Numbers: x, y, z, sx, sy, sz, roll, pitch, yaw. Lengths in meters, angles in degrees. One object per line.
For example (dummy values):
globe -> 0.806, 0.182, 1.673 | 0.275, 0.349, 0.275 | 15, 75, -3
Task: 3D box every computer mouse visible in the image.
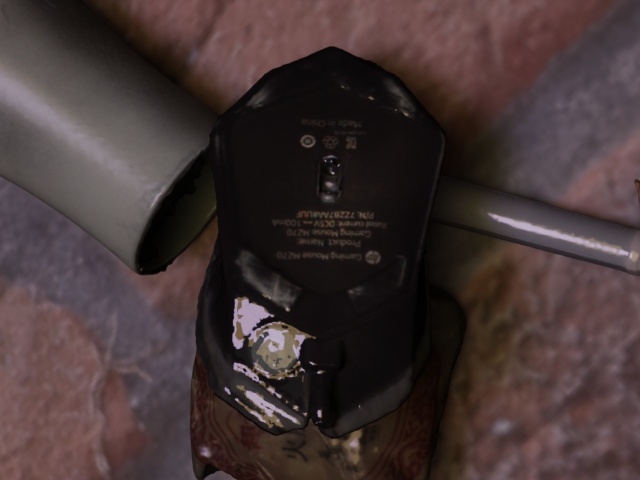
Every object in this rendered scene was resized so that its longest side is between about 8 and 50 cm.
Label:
computer mouse -> 0.000, 0.000, 0.658 | 0.105, 0.062, 0.192 | 4, 64, 0

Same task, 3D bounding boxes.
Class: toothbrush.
toothbrush -> 0.123, 0.004, 0.675 | 0.342, 0.025, 0.030 | 19, 81, 21

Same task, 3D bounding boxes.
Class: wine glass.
wine glass -> -0.150, -0.083, 0.744 | 0.231, 0.103, 0.103 | 35, 107, 13

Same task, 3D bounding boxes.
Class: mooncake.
mooncake -> -0.001, 0.068, 0.710 | 0.130, 0.073, 0.125 | 10, 97, 20

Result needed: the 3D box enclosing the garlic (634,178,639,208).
garlic -> 0.202, -0.063, 0.605 | 0.124, 0.099, 0.174 | 41, 115, -6
